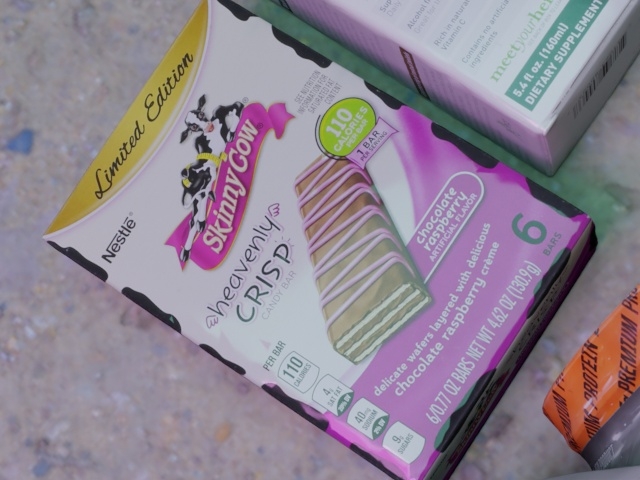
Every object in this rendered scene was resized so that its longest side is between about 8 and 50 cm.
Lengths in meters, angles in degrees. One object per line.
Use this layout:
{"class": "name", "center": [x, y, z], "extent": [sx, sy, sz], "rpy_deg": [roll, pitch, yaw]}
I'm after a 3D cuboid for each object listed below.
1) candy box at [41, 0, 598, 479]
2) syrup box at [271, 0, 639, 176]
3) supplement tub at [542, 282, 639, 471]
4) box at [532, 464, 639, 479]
{"class": "candy box", "center": [0.000, 0.000, 0.829], "extent": [0.233, 0.071, 0.159], "rpy_deg": [32, 86, 17]}
{"class": "syrup box", "center": [0.045, -0.141, 0.838], "extent": [0.237, 0.096, 0.093], "rpy_deg": [35, 87, 15]}
{"class": "supplement tub", "center": [0.256, 0.131, 0.684], "extent": [0.193, 0.193, 0.316], "rpy_deg": [-44, 73, 0]}
{"class": "box", "center": [0.129, 0.285, 0.605], "extent": [0.215, 0.168, 0.345], "rpy_deg": [-42, 93, -22]}
